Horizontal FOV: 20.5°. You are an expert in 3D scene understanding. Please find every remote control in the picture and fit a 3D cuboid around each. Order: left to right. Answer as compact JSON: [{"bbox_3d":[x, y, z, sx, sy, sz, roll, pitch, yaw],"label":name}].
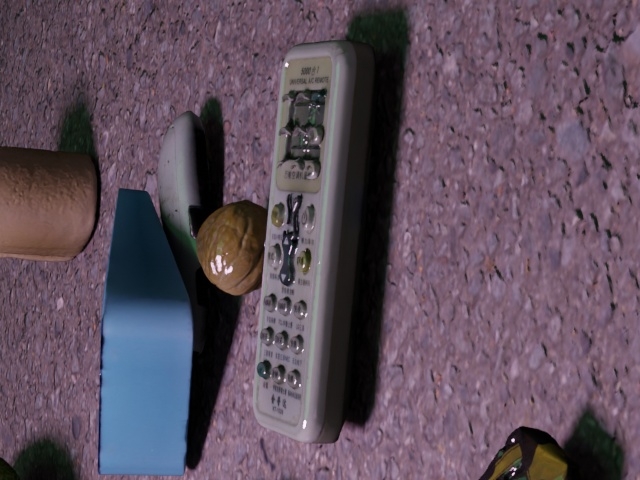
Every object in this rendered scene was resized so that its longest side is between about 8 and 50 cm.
[{"bbox_3d":[-0.140,-0.007,1.821,0.097,0.045,0.256,161,106,-68],"label":"remote control"},{"bbox_3d":[0.000,0.000,1.500,0.128,0.065,0.335,-171,86,-67],"label":"remote control"}]

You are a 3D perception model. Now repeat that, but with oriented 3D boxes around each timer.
[{"bbox_3d":[-0.184,0.093,1.844,0.250,0.091,0.232,-98,11,-55],"label":"timer"}]

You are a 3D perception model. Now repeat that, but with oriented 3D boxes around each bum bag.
[{"bbox_3d":[0.119,0.218,1.213,0.232,0.060,0.107,-59,44,47],"label":"bum bag"}]

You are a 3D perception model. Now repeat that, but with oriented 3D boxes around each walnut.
[{"bbox_3d":[-0.075,0.007,1.647,0.092,0.092,0.092,-175,90,-65],"label":"walnut"}]

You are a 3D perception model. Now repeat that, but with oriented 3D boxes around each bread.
[{"bbox_3d":[-0.362,-0.047,2.194,0.148,0.141,0.134,-51,43,50],"label":"bread"}]

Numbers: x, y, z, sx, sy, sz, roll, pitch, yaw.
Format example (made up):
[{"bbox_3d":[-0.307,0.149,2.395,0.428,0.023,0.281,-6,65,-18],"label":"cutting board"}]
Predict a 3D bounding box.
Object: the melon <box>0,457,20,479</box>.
[{"bbox_3d":[-0.442,0.411,2.209,0.343,0.226,0.331,-68,-29,-62],"label":"melon"}]
